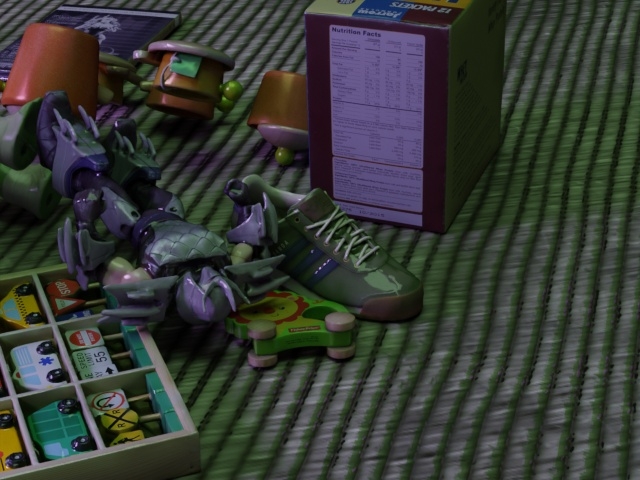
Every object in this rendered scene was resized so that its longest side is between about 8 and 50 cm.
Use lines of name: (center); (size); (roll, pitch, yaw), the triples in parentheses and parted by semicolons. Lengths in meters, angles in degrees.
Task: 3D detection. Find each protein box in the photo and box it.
protein box: (0.084, -0.148, 1.292); (0.136, 0.201, 0.200); (10, 32, 19)

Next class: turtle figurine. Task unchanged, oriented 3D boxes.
turtle figurine: (-0.355, -0.141, 1.294); (0.266, 0.197, 0.274); (19, 31, 14)

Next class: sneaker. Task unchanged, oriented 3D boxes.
sneaker: (0.000, 0.000, 1.151); (0.192, 0.086, 0.064); (19, 36, 32)

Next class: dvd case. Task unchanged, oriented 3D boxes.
dvd case: (-0.284, -0.236, 1.651); (0.165, 0.018, 0.221); (6, 31, 16)

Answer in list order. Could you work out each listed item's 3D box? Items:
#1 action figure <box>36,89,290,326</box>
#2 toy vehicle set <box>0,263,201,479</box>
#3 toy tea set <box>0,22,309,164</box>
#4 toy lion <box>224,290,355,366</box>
action figure: (-0.141, -0.018, 1.121); (0.185, 0.099, 0.285); (2, 29, -37)
toy vehicle set: (-0.206, 0.102, 1.032); (0.166, 0.035, 0.267); (-12, 31, -18)
toy tea set: (-0.166, -0.130, 1.394); (0.336, 0.124, 0.200); (9, -3, 22)
toy lion: (-0.027, 0.064, 1.101); (0.100, 0.034, 0.096); (-5, 22, -7)
